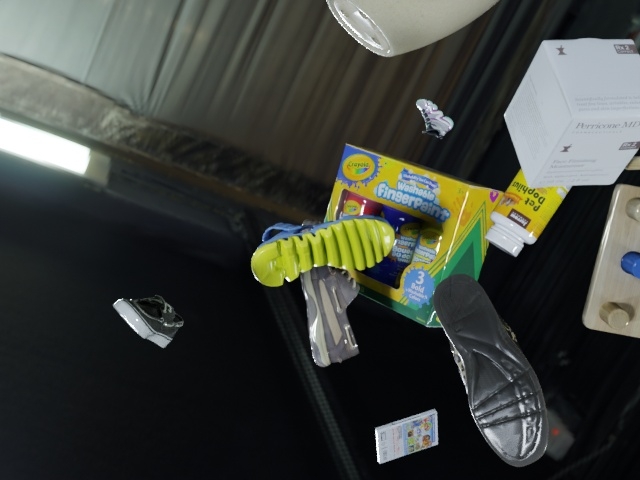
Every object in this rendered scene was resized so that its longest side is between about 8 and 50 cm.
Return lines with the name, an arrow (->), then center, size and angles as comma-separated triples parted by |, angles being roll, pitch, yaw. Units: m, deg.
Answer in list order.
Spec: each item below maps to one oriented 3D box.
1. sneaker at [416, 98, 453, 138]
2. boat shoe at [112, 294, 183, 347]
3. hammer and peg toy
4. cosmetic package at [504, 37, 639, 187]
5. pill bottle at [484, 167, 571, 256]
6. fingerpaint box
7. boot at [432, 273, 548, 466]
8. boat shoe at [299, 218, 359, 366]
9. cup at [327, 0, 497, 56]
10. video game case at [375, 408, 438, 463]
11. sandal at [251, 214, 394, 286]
sneaker -> 0.239, -0.263, 2.081 | 0.098, 0.038, 0.069 | 38, -116, 5
boat shoe -> -0.295, 0.128, 1.643 | 0.078, 0.070, 0.219 | 44, 174, 15
hammer and peg toy -> 0.595, -0.006, 1.584 | 0.266, 0.361, 0.127 | 10, -169, -3
cosmetic package -> 0.397, -0.194, 1.449 | 0.151, 0.183, 0.151 | -4, -120, -13
pill bottle -> 0.460, -0.074, 2.107 | 0.117, 0.215, 0.117 | 33, -179, -1
fingerpaint box -> 0.215, -0.021, 2.492 | 0.163, 0.371, 0.445 | 6, -166, -46
boot -> 0.350, 0.263, 1.880 | 0.377, 0.138, 0.284 | 65, -171, 19
boat shoe -> 0.023, 0.117, 2.218 | 0.130, 0.355, 0.132 | -8, -167, -3
cup -> 0.150, -0.487, 1.775 | 0.331, 0.237, 0.331 | 40, 174, 5
video game case -> 0.163, 0.368, 1.776 | 0.122, 0.087, 0.011 | -15, -146, -13
sandal -> 0.000, 0.000, 2.011 | 0.317, 0.126, 0.138 | -8, -155, -11
